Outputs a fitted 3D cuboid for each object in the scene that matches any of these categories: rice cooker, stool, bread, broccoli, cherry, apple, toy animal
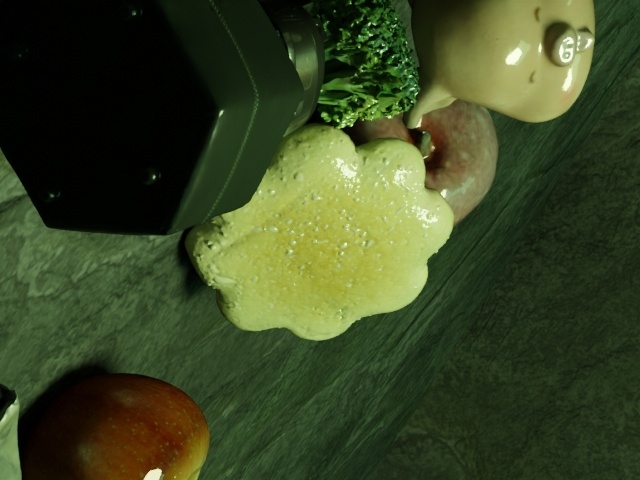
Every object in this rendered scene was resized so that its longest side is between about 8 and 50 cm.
[{"bbox_3d":[-0.058,-0.164,1.563,0.106,0.112,0.165,-25,148,-38],"label":"rice cooker"},{"bbox_3d":[-0.141,-0.115,1.254,0.141,0.232,0.232,-27,147,-59],"label":"stool"},{"bbox_3d":[0.000,0.000,1.820,0.054,0.316,0.316,-100,-157,-47],"label":"bread"},{"bbox_3d":[-0.002,-0.192,1.683,0.194,0.194,0.219,-59,-174,10],"label":"broccoli"},{"bbox_3d":[0.092,-0.100,1.929,0.285,0.236,0.212,124,-28,-74],"label":"cherry"},{"bbox_3d":[-0.228,0.242,1.778,0.210,0.173,0.235,-56,173,-15],"label":"apple"},{"bbox_3d":[0.191,-0.266,1.796,0.269,0.326,0.237,-15,121,-25],"label":"toy animal"}]

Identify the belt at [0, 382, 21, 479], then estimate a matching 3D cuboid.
[{"bbox_3d":[-0.328,0.175,1.409,0.126,0.140,0.230,-43,157,-34],"label":"belt"}]
